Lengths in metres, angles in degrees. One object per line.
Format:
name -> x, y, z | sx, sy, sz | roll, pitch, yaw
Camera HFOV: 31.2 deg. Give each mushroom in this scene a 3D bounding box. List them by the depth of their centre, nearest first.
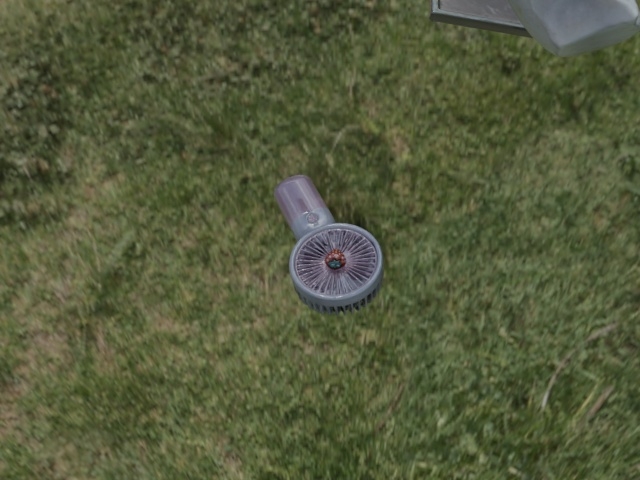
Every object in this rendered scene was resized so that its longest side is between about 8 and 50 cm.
mushroom -> 0.224, -0.292, 1.104 | 0.118, 0.103, 0.270 | -17, 64, 14

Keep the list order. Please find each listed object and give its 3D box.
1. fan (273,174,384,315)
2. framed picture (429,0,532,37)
fan -> 0.000, 0.000, 1.617 | 0.130, 0.074, 0.244 | -23, 54, -9
framed picture -> 0.293, -0.458, 1.894 | 0.232, 0.024, 0.315 | 9, 53, -6
